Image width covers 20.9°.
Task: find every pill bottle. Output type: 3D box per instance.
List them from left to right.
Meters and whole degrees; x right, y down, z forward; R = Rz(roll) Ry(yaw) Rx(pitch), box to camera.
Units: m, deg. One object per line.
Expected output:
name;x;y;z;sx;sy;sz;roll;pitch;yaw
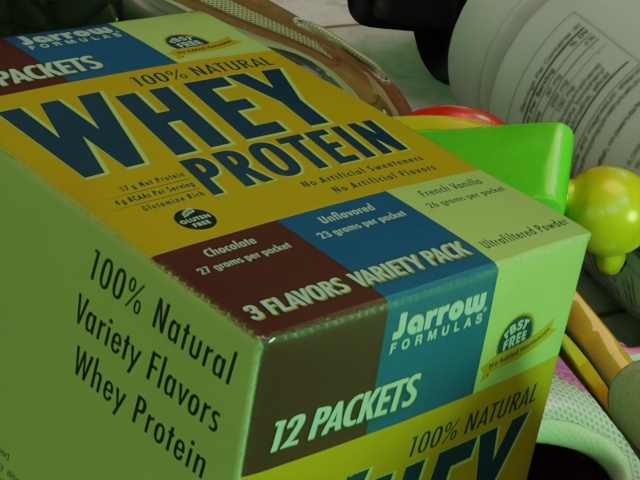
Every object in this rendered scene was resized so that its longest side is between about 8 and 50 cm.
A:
pill bottle;0.187;-0.049;0.909;0.160;0.160;0.283;-3;31;-24

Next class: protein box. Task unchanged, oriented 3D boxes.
protein box;-0.045;0.055;0.585;0.136;0.201;0.200;-16;37;-40

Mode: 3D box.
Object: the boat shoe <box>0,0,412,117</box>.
boat shoe;-0.089;-0.104;0.985;0.324;0.122;0.120;32;28;22

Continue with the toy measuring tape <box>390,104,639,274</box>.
toy measuring tape;0.000;0.000;0.845;0.330;0.121;0.121;-2;22;21

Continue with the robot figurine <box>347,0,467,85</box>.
robot figurine;0.162;-0.183;1.139;0.278;0.173;0.209;3;43;-13

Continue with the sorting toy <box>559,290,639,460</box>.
sorting toy;0.149;0.147;0.512;0.047;0.196;0.347;-34;47;-2

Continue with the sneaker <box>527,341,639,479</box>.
sneaker;0.062;0.069;0.705;0.252;0.103;0.111;23;28;24
